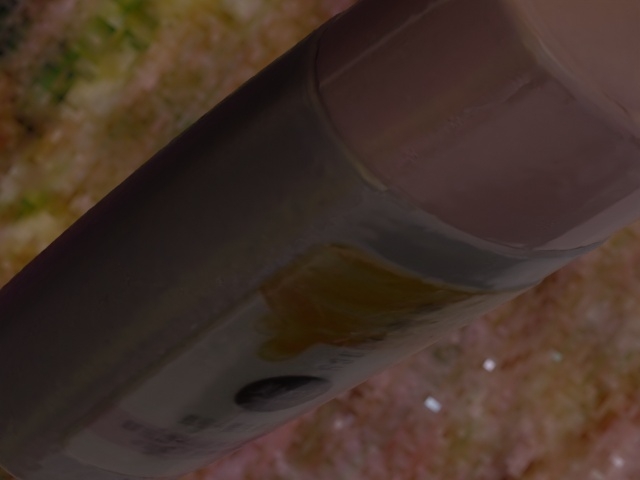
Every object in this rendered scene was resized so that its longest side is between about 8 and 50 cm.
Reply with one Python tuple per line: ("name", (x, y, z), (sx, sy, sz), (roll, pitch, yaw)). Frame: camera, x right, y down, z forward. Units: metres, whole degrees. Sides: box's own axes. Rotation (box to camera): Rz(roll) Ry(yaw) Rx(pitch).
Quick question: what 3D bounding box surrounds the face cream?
("face cream", (0.000, 0.000, 0.414), (0.198, 0.084, 0.057), (-33, -124, 45))
